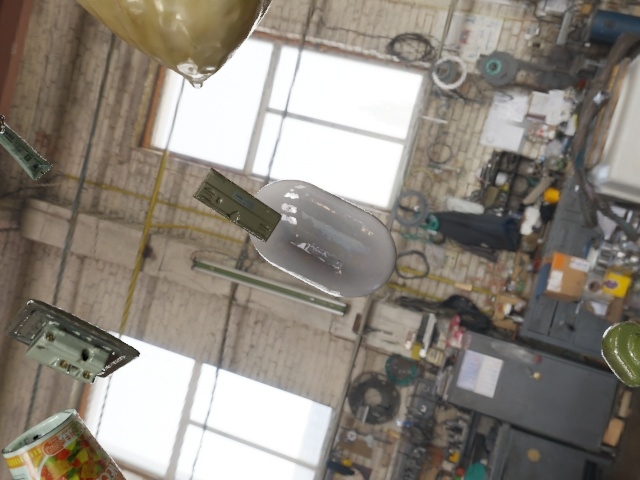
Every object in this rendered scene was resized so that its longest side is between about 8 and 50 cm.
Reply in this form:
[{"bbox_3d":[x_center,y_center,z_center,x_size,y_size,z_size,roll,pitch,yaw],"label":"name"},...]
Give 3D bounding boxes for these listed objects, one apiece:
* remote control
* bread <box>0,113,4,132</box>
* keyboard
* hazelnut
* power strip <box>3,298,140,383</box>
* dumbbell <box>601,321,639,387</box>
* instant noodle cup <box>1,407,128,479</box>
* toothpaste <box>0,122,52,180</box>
[{"bbox_3d":[0.000,0.000,1.218,0.221,0.332,0.103,-63,-2,36],"label":"remote control"},{"bbox_3d":[-0.695,-0.248,1.194,0.085,0.085,0.053,-28,-60,-73],"label":"bread"},{"bbox_3d":[-0.116,-0.049,0.829,0.049,0.129,0.015,-60,27,-7],"label":"keyboard"},{"bbox_3d":[-0.156,-0.298,0.669,0.261,0.261,0.241,-52,-22,-60],"label":"hazelnut"},{"bbox_3d":[-0.551,0.238,1.257,0.251,0.257,0.092,-27,37,52],"label":"power strip"},{"bbox_3d":[0.256,0.070,0.409,0.046,0.052,0.118,-24,-13,-27],"label":"dumbbell"},{"bbox_3d":[-0.395,0.373,0.908,0.185,0.168,0.168,65,-158,-7],"label":"instant noodle cup"},{"bbox_3d":[-0.792,-0.244,1.512,0.064,0.041,0.218,-45,-37,-14],"label":"toothpaste"}]
